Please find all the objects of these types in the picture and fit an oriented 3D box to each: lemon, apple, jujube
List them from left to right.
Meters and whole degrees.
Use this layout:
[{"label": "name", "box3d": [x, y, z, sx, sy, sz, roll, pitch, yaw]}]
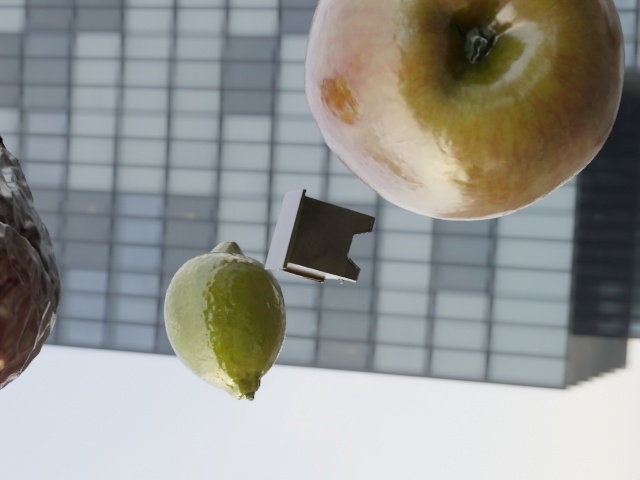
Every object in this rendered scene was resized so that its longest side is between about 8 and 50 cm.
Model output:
[{"label": "jujube", "box3d": [-0.339, 0.009, 1.487, 0.342, 0.216, 0.216, -94, -4, -60]}, {"label": "lemon", "box3d": [-0.142, 0.122, 2.520, 0.184, 0.184, 0.248, 38, -138, -65]}, {"label": "apple", "box3d": [0.113, -0.147, 1.330, 0.264, 0.264, 0.264, 3, -90, -69]}]

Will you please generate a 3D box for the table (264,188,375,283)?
[{"label": "table", "box3d": [0.000, 0.000, 1.722, 0.070, 0.082, 0.083, 172, 114, -73]}]
